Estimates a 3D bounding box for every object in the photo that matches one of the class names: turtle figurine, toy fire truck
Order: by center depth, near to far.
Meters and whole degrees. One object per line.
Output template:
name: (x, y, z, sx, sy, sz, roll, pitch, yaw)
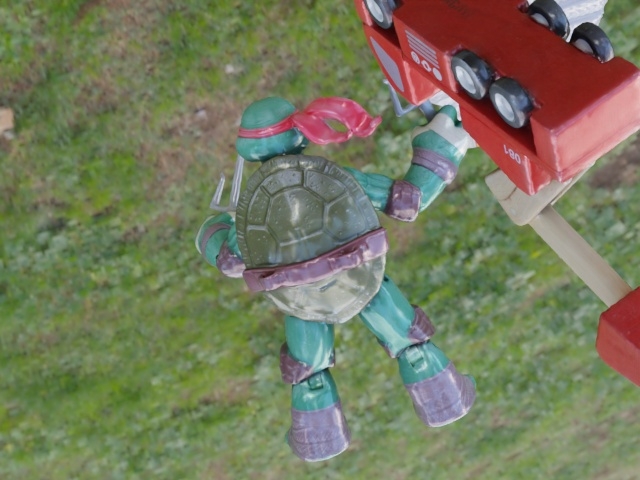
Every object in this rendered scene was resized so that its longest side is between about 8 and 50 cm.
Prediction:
toy fire truck: (0.091, -0.035, 0.466, 0.047, 0.192, 0.135, -34, 138, -11)
turtle figurine: (0.000, 0.000, 0.617, 0.175, 0.234, 0.118, -12, -165, 23)

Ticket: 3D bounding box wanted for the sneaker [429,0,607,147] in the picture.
sneaker: (0.091, -0.182, 0.724, 0.125, 0.180, 0.321, -17, 169, 1)
